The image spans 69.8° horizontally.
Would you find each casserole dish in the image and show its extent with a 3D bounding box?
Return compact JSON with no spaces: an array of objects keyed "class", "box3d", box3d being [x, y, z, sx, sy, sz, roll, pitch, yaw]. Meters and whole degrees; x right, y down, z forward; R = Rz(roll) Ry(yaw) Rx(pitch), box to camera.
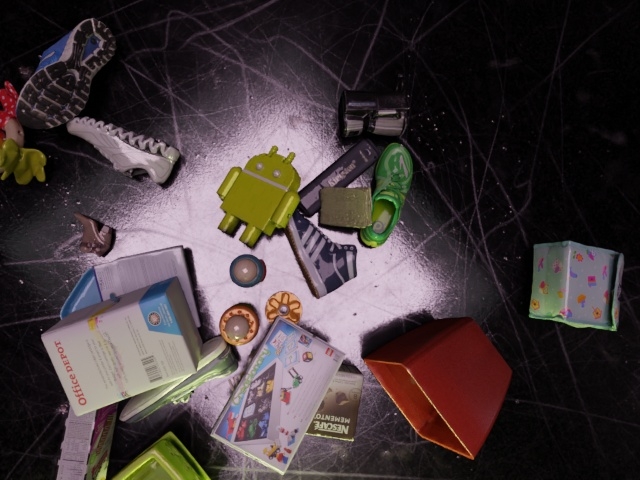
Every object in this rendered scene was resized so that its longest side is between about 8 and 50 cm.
[{"class":"casserole dish","box3d":[-0.588,0.156,1.195,0.114,0.037,0.188,31,84,-3]}]

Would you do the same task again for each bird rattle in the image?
[{"class":"bird rattle","box3d":[-0.815,-0.263,1.165,0.207,0.143,0.253,-16,84,10]}]

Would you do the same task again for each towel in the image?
[{"class":"towel","box3d":[0.067,-0.088,1.214,0.148,0.027,0.110,3,96,25]}]

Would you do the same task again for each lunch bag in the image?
[{"class":"lunch bag","box3d":[0.732,0.130,1.269,0.262,0.160,0.223,12,81,-16]}]

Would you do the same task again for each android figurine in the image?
[{"class":"android figurine","box3d":[-0.158,-0.123,1.202,0.248,0.056,0.273,28,85,31]}]

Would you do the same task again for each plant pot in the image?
[{"class":"plant pot","box3d":[0.314,0.338,1.170,0.236,0.267,0.267,-37,90,-18]},{"class":"plant pot","box3d":[-0.390,0.614,1.094,0.227,0.207,0.228,-39,90,-8]}]

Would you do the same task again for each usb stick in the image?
[{"class":"usb stick","box3d":[0.046,-0.177,1.278,0.278,0.045,0.077,-41,90,-7]}]

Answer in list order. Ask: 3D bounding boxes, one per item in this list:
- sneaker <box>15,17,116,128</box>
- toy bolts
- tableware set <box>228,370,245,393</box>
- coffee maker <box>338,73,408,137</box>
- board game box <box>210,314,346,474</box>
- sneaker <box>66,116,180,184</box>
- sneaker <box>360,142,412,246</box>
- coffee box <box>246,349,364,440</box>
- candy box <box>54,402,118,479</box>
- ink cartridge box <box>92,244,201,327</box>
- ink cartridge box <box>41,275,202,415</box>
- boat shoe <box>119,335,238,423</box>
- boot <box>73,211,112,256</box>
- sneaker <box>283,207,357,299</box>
[{"class":"sneaker","box3d":[-0.662,-0.418,1.182,0.130,0.147,0.330,46,60,-42]},{"class":"toy bolts","box3d":[-0.158,0.144,1.176,0.218,0.158,0.228,-8,87,-6]},{"class":"tableware set","box3d":[-0.151,0.381,1.109,0.104,0.024,0.154,-24,86,-14]},{"class":"coffee maker","box3d":[0.142,-0.370,1.279,0.178,0.120,0.171,0,62,-7]},{"class":"board game box","box3d":[-0.095,0.357,1.084,0.193,0.053,0.305,31,76,-5]},{"class":"sneaker","box3d":[-0.526,-0.237,1.202,0.292,0.110,0.118,20,93,-3]},{"class":"sneaker","box3d":[0.192,-0.124,1.249,0.109,0.123,0.295,15,84,-4]},{"class":"coffee box","box3d":[-0.051,0.397,1.187,0.297,0.119,0.168,11,84,-4]},{"class":"candy box","box3d":[-0.562,0.490,1.110,0.071,0.159,0.233,9,86,-4]},{"class":"ink cartridge box","box3d":[-0.443,0.141,1.186,0.224,0.045,0.223,-12,99,-8]},{"class":"ink cartridge box","box3d":[-0.444,0.234,1.072,0.270,0.197,0.198,-19,100,-7]},{"class":"boat shoe","box3d":[-0.354,0.374,1.163,0.319,0.116,0.099,-35,110,-5]},{"class":"boot","box3d":[-0.608,-0.012,1.204,0.118,0.042,0.087,26,86,-3]},{"class":"sneaker","box3d":[0.000,0.000,1.235,0.153,0.099,0.282,-23,87,-10]}]
